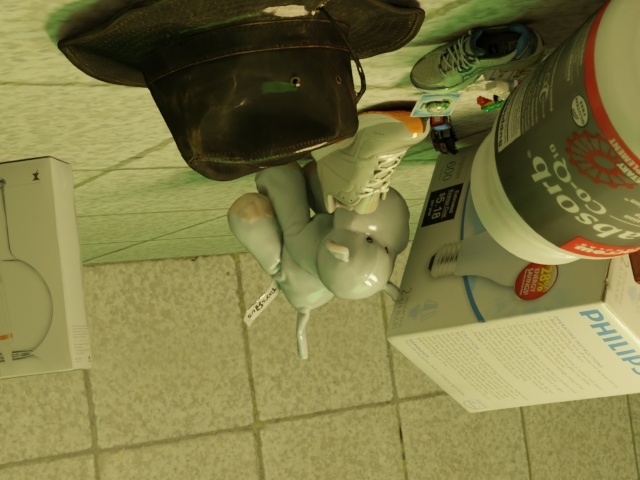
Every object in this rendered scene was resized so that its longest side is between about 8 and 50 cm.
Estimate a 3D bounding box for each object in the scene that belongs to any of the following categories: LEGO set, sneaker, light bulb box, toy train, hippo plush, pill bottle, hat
[{"bbox_3d":[0.196,-0.183,1.365,0.182,0.060,0.244,-3,166,-6],"label":"LEGO set"},{"bbox_3d":[0.147,-0.184,1.186,0.135,0.052,0.058,-18,165,18],"label":"sneaker"},{"bbox_3d":[0.335,0.030,1.755,0.361,0.358,0.225,-15,135,41],"label":"light bulb box"},{"bbox_3d":[0.182,-0.146,1.786,0.036,0.027,0.158,-4,176,10],"label":"toy train"},{"bbox_3d":[0.000,0.000,1.783,0.234,0.294,0.236,33,165,-22],"label":"hippo plush"},{"bbox_3d":[0.286,-0.098,1.153,0.210,0.210,0.363,-6,167,-15],"label":"pill bottle"},{"bbox_3d":[-0.063,-0.123,1.066,0.331,0.134,0.331,-6,176,0],"label":"hat"},{"bbox_3d":[0.074,-0.100,1.607,0.099,0.121,0.262,-4,174,-23],"label":"sneaker"}]

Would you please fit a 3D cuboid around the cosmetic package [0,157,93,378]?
[{"bbox_3d":[-0.513,0.055,1.635,0.377,0.284,0.097,-8,174,6],"label":"cosmetic package"}]

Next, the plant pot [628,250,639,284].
[{"bbox_3d":[0.439,-0.091,1.373,0.272,0.265,0.272,-6,176,-1],"label":"plant pot"}]
